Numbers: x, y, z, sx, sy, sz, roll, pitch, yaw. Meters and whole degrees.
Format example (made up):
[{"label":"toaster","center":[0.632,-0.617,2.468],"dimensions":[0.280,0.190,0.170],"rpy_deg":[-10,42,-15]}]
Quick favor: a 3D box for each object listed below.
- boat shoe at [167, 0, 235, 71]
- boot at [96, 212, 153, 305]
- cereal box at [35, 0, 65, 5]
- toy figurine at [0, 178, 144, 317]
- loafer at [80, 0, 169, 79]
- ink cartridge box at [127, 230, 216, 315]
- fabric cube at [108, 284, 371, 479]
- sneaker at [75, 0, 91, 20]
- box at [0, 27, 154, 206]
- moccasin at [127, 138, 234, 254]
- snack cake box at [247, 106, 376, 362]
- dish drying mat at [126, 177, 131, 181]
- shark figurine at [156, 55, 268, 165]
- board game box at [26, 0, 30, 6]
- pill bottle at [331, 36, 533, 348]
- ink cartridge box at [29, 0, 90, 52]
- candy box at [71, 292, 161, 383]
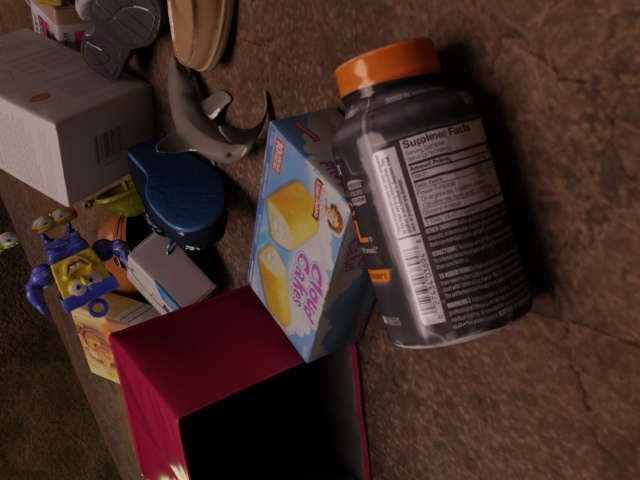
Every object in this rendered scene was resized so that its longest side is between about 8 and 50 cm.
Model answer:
[{"label":"boat shoe","center":[-0.182,-0.375,0.850],"dimensions":[0.122,0.110,0.341],"rpy_deg":[39,137,41]},{"label":"boot","center":[-0.401,0.070,1.494],"dimensions":[0.220,0.109,0.283],"rpy_deg":[-15,86,56]},{"label":"cereal box","center":[-0.419,-0.511,1.107],"dimensions":[0.240,0.048,0.173],"rpy_deg":[-94,11,-49]},{"label":"toy figurine","center":[-0.445,0.036,1.308],"dimensions":[0.217,0.363,0.191],"rpy_deg":[66,158,-9]},{"label":"loafer","center":[-0.304,-0.356,1.083],"dimensions":[0.109,0.095,0.303],"rpy_deg":[40,153,-19]},{"label":"ink cartridge box","center":[-0.271,0.072,1.220],"dimensions":[0.139,0.082,0.191],"rpy_deg":[47,157,0]},{"label":"fabric cube","center":[-0.114,0.244,0.955],"dimensions":[0.258,0.254,0.258],"rpy_deg":[23,126,52]},{"label":"sneaker","center":[-0.340,-0.465,1.078],"dimensions":[0.269,0.101,0.153],"rpy_deg":[-24,81,59]},{"label":"box","center":[-0.505,-0.237,1.252],"dimensions":[0.345,0.215,0.168],"rpy_deg":[27,132,23]},{"label":"moccasin","center":[-0.221,-0.065,1.104],"dimensions":[0.342,0.138,0.116],"rpy_deg":[-129,28,-55]},{"label":"snack cake box","center":[0.000,0.000,0.792],"dimensions":[0.152,0.089,0.264],"rpy_deg":[51,145,32]},{"label":"dish drying mat","center":[-0.419,-0.115,1.489],"dimensions":[0.083,0.008,0.032],"rpy_deg":[-16,94,60]},{"label":"shark figurine","center":[-0.171,-0.146,0.966],"dimensions":[0.278,0.116,0.166],"rpy_deg":[37,138,46]},{"label":"board game box","center":[-0.645,-0.681,1.371],"dimensions":[0.319,0.066,0.317],"rpy_deg":[174,78,-81]},{"label":"pill bottle","center":[0.087,-0.043,0.585],"dimensions":[0.130,0.131,0.245],"rpy_deg":[-11,97,60]},{"label":"ink cartridge box","center":[-0.525,-0.400,1.420],"dimensions":[0.193,0.088,0.234],"rpy_deg":[42,139,41]},{"label":"candy box","center":[-0.384,0.227,1.447],"dimensions":[0.317,0.087,0.182],"rpy_deg":[10,122,34]}]
